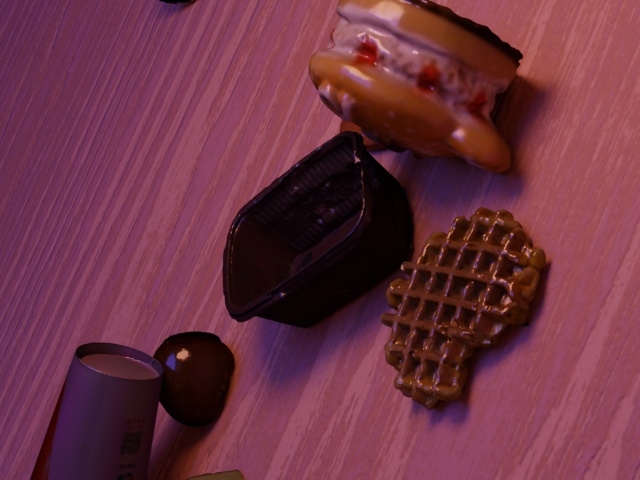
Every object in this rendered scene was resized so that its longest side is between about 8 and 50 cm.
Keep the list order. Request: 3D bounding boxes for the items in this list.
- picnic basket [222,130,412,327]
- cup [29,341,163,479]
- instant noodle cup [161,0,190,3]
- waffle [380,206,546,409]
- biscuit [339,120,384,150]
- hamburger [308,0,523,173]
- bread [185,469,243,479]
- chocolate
[{"bbox_3d":[0.000,0.000,1.925,0.297,0.129,0.222,-35,42,32],"label":"picnic basket"},{"bbox_3d":[-0.331,0.309,2.019,0.203,0.203,0.288,37,115,55],"label":"cup"},{"bbox_3d":[-0.277,-0.554,2.636,0.151,0.151,0.122,-35,37,33],"label":"instant noodle cup"},{"bbox_3d":[0.178,0.081,1.710,0.253,0.056,0.249,-31,46,35],"label":"waffle"},{"bbox_3d":[0.104,-0.226,2.023,0.186,0.036,0.192,-4,64,52],"label":"biscuit"},{"bbox_3d":[0.133,-0.204,1.807,0.303,0.261,0.186,23,90,12],"label":"hamburger"},{"bbox_3d":[-0.153,0.408,1.952,0.074,0.084,0.139,-126,38,-52],"label":"bread"},{"bbox_3d":[-0.194,0.215,2.070,0.124,0.127,0.133,114,147,-56],"label":"chocolate"}]
